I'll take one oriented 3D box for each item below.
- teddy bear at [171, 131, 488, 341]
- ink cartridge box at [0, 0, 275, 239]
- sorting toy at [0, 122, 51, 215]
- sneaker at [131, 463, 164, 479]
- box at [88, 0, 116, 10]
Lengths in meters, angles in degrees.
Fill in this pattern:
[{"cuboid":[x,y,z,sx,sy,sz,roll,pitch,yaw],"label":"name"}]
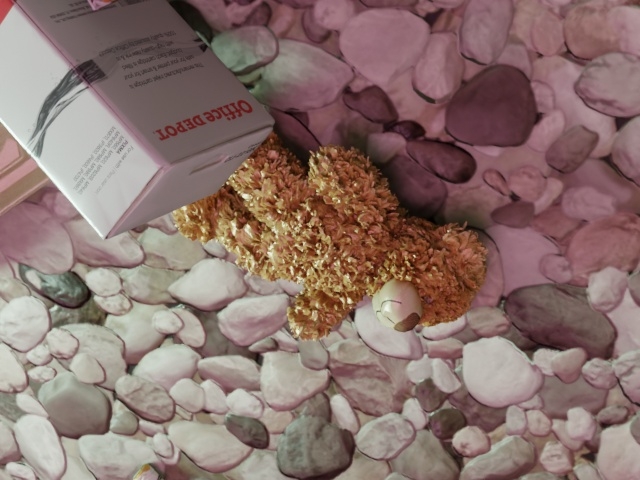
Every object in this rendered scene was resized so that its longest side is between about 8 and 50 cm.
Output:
[{"cuboid":[0.000,0.000,1.891,0.338,0.113,0.245,39,124,-7],"label":"teddy bear"},{"cuboid":[-0.205,-0.153,1.764,0.273,0.197,0.114,47,123,11],"label":"ink cartridge box"},{"cuboid":[-0.396,-0.108,1.918,0.193,0.038,0.208,-34,109,10],"label":"sorting toy"},{"cuboid":[-0.214,0.299,2.170,0.037,0.032,0.083,38,123,-7],"label":"sneaker"},{"cuboid":[-0.144,-0.296,1.651,0.207,0.036,0.114,-22,112,26],"label":"box"}]
